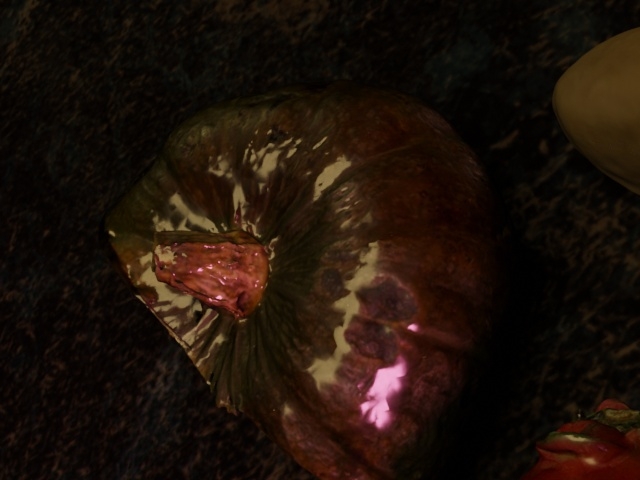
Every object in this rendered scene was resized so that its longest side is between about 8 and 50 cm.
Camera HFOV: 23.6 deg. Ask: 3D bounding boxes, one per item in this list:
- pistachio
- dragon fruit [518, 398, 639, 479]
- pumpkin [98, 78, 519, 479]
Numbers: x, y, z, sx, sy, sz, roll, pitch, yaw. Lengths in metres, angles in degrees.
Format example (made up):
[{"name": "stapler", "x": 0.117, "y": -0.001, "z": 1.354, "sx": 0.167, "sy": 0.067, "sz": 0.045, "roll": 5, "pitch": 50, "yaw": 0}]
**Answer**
[{"name": "pistachio", "x": 0.254, "y": -0.077, "z": 0.980, "sx": 0.226, "sy": 0.136, "sz": 0.136, "roll": 16, "pitch": 81, "yaw": 41}, {"name": "dragon fruit", "x": 0.197, "y": 0.216, "z": 0.850, "sx": 0.269, "sy": 0.198, "sz": 0.200, "roll": 35, "pitch": 115, "yaw": 56}, {"name": "pumpkin", "x": 0.000, "y": 0.000, "z": 1.041, "sx": 0.325, "sy": 0.242, "sz": 0.232, "roll": 40, "pitch": 104, "yaw": 33}]
